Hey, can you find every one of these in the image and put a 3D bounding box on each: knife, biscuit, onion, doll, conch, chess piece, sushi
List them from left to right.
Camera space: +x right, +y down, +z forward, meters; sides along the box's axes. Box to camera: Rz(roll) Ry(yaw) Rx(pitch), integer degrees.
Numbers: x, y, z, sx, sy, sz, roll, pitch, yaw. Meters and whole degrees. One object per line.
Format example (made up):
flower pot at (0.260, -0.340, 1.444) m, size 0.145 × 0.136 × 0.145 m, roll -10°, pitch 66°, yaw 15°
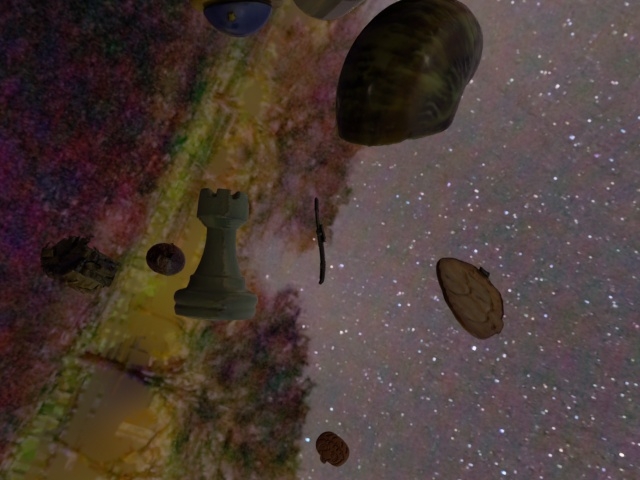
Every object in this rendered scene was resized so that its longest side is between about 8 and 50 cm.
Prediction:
sushi at (-0.598, 0.064, 1.110) m, size 0.291 × 0.139 × 0.131 m, roll -2°, pitch -120°, yaw 39°
onion at (-0.425, 0.049, 1.216) m, size 0.107 × 0.107 × 0.097 m, roll -50°, pitch -156°, yaw 47°
chess piece at (-0.239, 0.032, 1.050) m, size 0.194 × 0.194 × 0.299 m, roll 173°, pitch -78°, yaw -73°
doll at (-0.134, -0.555, 0.909) m, size 0.159 × 0.311 × 0.243 m, roll -32°, pitch 115°, yaw -85°
knife at (0.002, 0.000, 1.130) m, size 0.045 × 0.021 × 0.222 m, roll -8°, pitch 96°, yaw -68°
biscuit at (0.027, 0.530, 1.113) m, size 0.078 × 0.091 × 0.015 m, roll -53°, pitch 175°, yaw 0°
conch at (0.083, -0.182, 0.473) m, size 0.187 × 0.124 × 0.181 m, roll -25°, pitch -161°, yaw -9°
biscuit at (0.410, 0.151, 1.212) m, size 0.203 × 0.260 × 0.041 m, roll -44°, pitch -178°, yaw -34°

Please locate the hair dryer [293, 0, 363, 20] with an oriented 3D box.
hair dryer at (0.137, -0.435, 0.603) m, size 0.362 × 0.128 × 0.203 m, roll -28°, pitch -164°, yaw -15°
